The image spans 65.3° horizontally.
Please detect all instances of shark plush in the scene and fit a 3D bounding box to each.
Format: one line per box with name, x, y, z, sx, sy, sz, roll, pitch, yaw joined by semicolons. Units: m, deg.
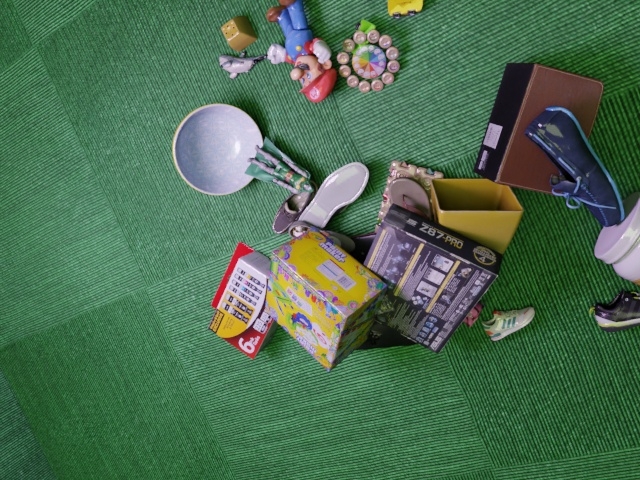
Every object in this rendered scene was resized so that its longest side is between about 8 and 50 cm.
shark plush;-0.253;-0.580;1.597;0.162;0.073;0.067;-9;70;26

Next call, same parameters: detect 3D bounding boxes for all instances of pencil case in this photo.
pencil case;0.389;0.178;1.528;0.210;0.098;0.095;30;111;11

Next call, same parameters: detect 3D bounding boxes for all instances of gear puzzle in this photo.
gear puzzle;0.266;-0.070;1.546;0.176;0.044;0.338;17;111;13

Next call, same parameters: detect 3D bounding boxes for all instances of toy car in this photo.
toy car;0.152;-0.642;1.437;0.239;0.053;0.224;32;112;10

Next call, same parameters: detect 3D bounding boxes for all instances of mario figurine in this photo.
mario figurine;-0.068;-0.555;1.464;0.170;0.198;0.320;-24;89;1

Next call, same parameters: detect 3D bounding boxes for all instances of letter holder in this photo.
letter holder;0.573;-0.292;1.320;0.215;0.152;0.301;10;108;-10

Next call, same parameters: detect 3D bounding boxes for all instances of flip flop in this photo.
flip flop;0.272;-0.054;1.479;0.113;0.080;0.276;-8;104;21

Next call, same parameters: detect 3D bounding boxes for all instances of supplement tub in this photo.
supplement tub;0.890;0.032;1.243;0.317;0.228;0.228;28;110;11

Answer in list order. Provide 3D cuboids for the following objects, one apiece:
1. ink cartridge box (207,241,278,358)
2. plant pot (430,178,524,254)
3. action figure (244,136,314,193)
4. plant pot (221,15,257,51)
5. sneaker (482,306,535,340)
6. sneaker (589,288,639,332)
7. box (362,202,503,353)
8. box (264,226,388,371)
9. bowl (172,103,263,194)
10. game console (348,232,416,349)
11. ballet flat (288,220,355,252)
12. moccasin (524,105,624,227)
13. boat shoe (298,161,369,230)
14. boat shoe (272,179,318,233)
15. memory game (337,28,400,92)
ink cartridge box;-0.259;0.205;1.747;0.272;0.130;0.309;31;111;11
plant pot;0.419;-0.046;1.396;0.213;0.212;0.187;0;119;5
action figure;-0.117;-0.216;1.572;0.232;0.063;0.137;31;99;10
plant pot;-0.264;-0.653;1.565;0.081;0.083;0.081;-26;93;23
sneaker;0.562;0.235;1.502;0.161;0.057;0.075;-40;94;26
sneaker;0.866;0.176;1.365;0.235;0.084;0.097;-26;92;23
box;0.271;0.121;1.402;0.319;0.097;0.394;25;137;8
box;0.003;0.170;1.456;0.290;0.177;0.279;40;141;24
bowl;-0.347;-0.301;1.624;0.156;0.290;0.289;30;119;58
game console;0.118;0.175;1.625;0.342;0.060;0.386;-9;103;27
ballet flat;0.000;0.000;1.548;0.214;0.068;0.072;20;116;9
moccasin;0.618;-0.167;1.239;0.117;0.137;0.341;-35;97;8
boat shoe;0.039;-0.138;1.577;0.114;0.091;0.303;46;114;-7
boat shoe;-0.095;-0.108;1.642;0.080;0.073;0.223;44;111;7
memory game;0.139;-0.518;1.452;0.187;0.012;0.186;7;129;8
